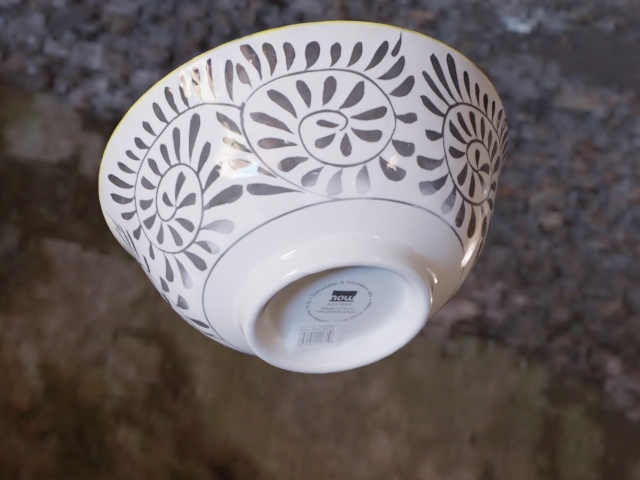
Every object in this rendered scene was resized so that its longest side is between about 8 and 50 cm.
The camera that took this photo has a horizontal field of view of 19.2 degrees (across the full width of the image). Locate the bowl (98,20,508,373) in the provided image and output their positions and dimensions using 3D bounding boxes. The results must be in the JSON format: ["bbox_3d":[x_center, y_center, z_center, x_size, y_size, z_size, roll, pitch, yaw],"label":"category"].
[{"bbox_3d":[0.000,0.000,0.754,0.170,0.080,0.170,-7,141,-6],"label":"bowl"}]
